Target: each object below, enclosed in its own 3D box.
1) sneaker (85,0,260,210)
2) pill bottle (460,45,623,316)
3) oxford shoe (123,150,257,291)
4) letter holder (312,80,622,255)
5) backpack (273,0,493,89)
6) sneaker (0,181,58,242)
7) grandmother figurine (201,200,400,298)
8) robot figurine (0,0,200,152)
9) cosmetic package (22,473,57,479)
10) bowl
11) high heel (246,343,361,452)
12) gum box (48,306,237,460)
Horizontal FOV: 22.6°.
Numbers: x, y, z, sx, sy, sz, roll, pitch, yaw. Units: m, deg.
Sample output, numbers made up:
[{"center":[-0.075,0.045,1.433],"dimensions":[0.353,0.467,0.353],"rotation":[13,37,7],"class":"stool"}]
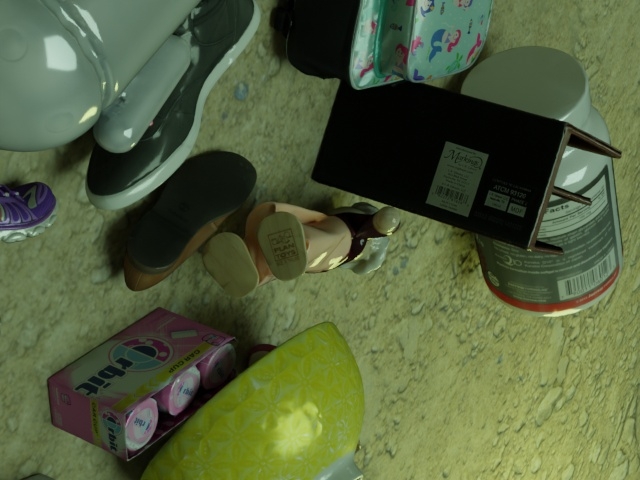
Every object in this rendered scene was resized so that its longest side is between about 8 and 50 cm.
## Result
[{"center":[-0.167,-0.177,1.557],"dimensions":[0.295,0.105,0.147],"rotation":[-61,146,-26],"class":"sneaker"},{"center":[0.307,-0.081,2.242],"dimensions":[0.210,0.210,0.363],"rotation":[-50,143,-30],"class":"pill bottle"},{"center":[-0.146,-0.023,1.720],"dimensions":[0.212,0.076,0.076],"rotation":[-45,171,-39],"class":"oxford shoe"},{"center":[0.185,-0.092,1.955],"dimensions":[0.214,0.302,0.152],"rotation":[11,97,-59],"class":"letter holder"},{"center":[0.094,-0.287,1.832],"dimensions":[0.253,0.191,0.225],"rotation":[-18,121,-59],"class":"backpack"},{"center":[-0.305,-0.033,1.451],"dimensions":[0.170,0.068,0.071],"rotation":[-18,115,-52],"class":"sneaker"},{"center":[0.000,0.000,1.860],"dimensions":[0.342,0.208,0.104],"rotation":[-11,90,-71],"class":"grandmother figurine"},{"center":[-0.220,-0.216,1.349],"dimensions":[0.300,0.200,0.353],"rotation":[52,59,-28],"class":"robot figurine"},{"center":[-0.281,0.371,1.659],"dimensions":[0.085,0.117,0.231],"rotation":[-19,121,-52],"class":"cosmetic package"},{"center":[-0.045,0.243,1.797],"dimensions":[0.289,0.156,0.289],"rotation":[-39,167,-11],"class":"bowl"},{"center":[-0.021,0.171,2.029],"dimensions":[0.244,0.082,0.117],"rotation":[41,28,-39],"class":"high heel"},{"center":[-0.183,0.146,1.697],"dimensions":[0.188,0.107,0.062],"rotation":[-34,134,-45],"class":"gum box"}]
